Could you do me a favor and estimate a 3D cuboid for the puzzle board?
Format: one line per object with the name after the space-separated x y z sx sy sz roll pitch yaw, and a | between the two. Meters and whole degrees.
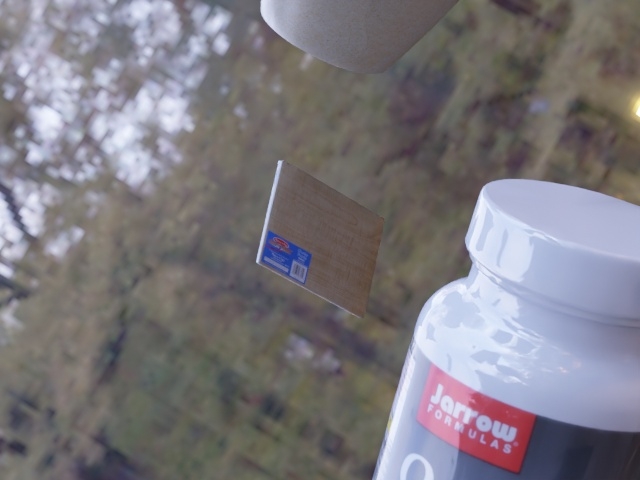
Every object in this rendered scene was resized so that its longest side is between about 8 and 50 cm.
0.000 0.000 1.579 0.011 0.128 0.096 -11 59 47 | puzzle board

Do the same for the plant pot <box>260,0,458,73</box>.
0.059 -0.294 1.587 0.274 0.256 0.256 -63 -9 23 | plant pot

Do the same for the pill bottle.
0.153 0.151 1.355 0.210 0.210 0.363 -38 -36 -68 | pill bottle
